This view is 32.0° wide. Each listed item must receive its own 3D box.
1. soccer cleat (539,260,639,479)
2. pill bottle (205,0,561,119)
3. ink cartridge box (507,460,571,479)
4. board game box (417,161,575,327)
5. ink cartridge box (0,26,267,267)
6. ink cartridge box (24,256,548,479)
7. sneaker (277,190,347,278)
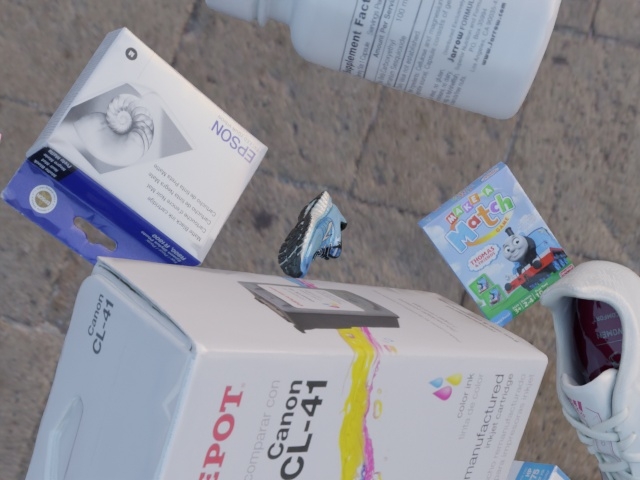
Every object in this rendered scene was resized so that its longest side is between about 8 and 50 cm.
[{"bbox_3d":[0.284,0.182,1.050,0.116,0.143,0.331,-24,78,40],"label":"soccer cleat"},{"bbox_3d":[0.044,-0.177,0.776,0.229,0.131,0.131,17,75,0],"label":"pill bottle"},{"bbox_3d":[0.256,0.449,1.628,0.270,0.198,0.197,-6,46,51],"label":"ink cartridge box"},{"bbox_3d":[0.274,0.010,1.717,0.160,0.039,0.211,-37,106,2],"label":"board game box"},{"bbox_3d":[-0.193,-0.075,1.204,0.223,0.045,0.224,39,69,-28],"label":"ink cartridge box"},{"bbox_3d":[-0.019,0.146,0.727,0.131,0.306,0.226,29,107,45],"label":"ink cartridge box"},{"bbox_3d":[0.000,0.000,1.478,0.073,0.063,0.162,42,39,-11],"label":"sneaker"}]
